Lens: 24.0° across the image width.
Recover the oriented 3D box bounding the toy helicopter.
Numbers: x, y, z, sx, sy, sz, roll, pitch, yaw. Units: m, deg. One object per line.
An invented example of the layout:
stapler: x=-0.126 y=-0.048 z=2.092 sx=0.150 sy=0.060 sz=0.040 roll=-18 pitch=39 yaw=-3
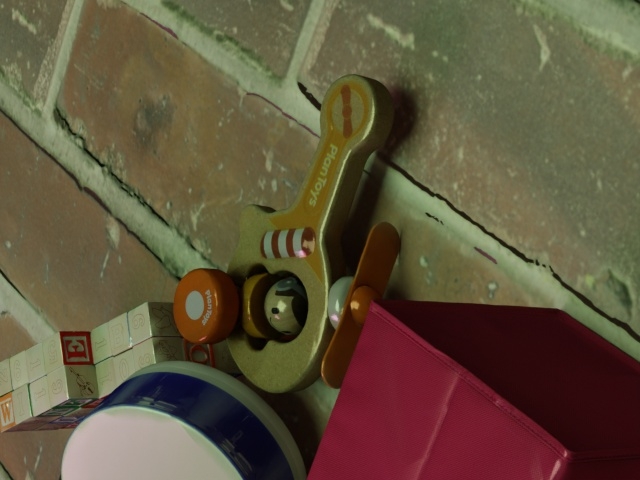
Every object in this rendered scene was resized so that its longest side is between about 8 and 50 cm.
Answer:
toy helicopter: x=0.000 y=0.000 z=1.587 sx=0.235 sy=0.140 sz=0.355 roll=35 pitch=111 yaw=43

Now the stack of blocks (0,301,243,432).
stack of blocks: x=-0.252 y=0.158 z=1.839 sx=0.297 sy=0.171 sz=0.087 roll=-26 pitch=68 yaw=45

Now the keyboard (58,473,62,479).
keyboard: x=-0.249 y=0.363 z=1.929 sx=0.317 sy=0.033 sz=0.201 roll=51 pitch=123 yaw=38

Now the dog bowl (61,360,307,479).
dog bowl: x=-0.152 y=0.273 z=1.669 sx=0.265 sy=0.104 sz=0.265 roll=12 pitch=119 yaw=24

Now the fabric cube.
fabric cube: x=0.163 y=0.223 z=1.284 sx=0.259 sy=0.254 sz=0.258 roll=37 pitch=113 yaw=45
